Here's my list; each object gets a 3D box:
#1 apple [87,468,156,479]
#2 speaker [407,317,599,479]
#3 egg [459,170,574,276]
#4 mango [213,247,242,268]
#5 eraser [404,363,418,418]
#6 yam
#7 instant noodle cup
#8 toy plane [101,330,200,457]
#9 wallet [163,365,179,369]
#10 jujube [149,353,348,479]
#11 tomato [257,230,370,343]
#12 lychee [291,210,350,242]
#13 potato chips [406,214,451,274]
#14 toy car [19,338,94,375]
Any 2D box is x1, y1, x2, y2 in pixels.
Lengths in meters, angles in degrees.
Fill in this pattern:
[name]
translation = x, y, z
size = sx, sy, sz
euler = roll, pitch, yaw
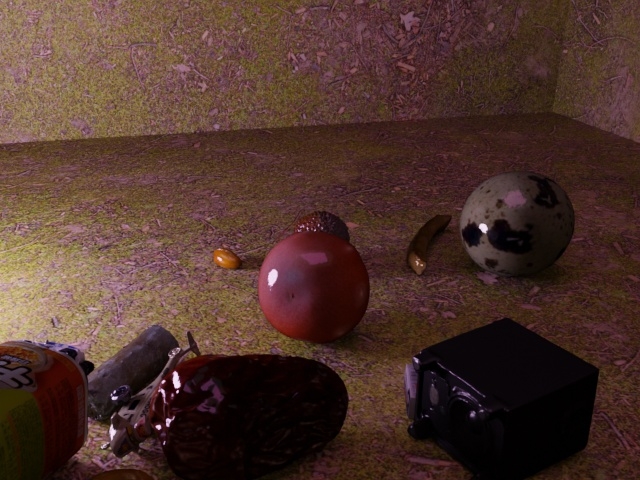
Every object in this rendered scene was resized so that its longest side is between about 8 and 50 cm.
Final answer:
[apple]
translation = -0.278, 0.401, 1.068
size = 0.163, 0.146, 0.147
euler = -12, 22, -25
[speaker]
translation = 0.319, 0.289, 1.339
size = 0.254, 0.184, 0.232
euler = -15, 28, -29
[egg]
translation = 0.536, -0.046, 2.034
size = 0.288, 0.287, 0.379
euler = 17, 13, 32
[mango]
translation = -0.251, 0.050, 2.036
size = 0.089, 0.046, 0.060
euler = 18, 26, 23
[eraser]
translation = 0.182, 0.296, 1.476
size = 0.029, 0.052, 0.122
euler = 4, 22, 1
[yam]
translation = -0.379, 0.257, 1.471
size = 0.093, 0.093, 0.259
euler = 11, 25, 20
[instant noodle cup]
translation = -0.535, 0.302, 1.160
size = 0.294, 0.293, 0.308
euler = 10, 17, 19
[toy plane]
translation = -0.303, 0.280, 1.368
size = 0.108, 0.092, 0.286
euler = -14, 27, 22
[wallet]
translation = -0.221, 0.310, 1.437
size = 0.122, 0.031, 0.232
euler = -4, 26, -23
[jujube]
translation = -0.117, 0.290, 1.283
size = 0.342, 0.216, 0.216
euler = -2, 22, -28
[tomato]
translation = -0.016, 0.104, 1.673
size = 0.256, 0.255, 0.224
euler = 12, 9, 22
[lychee]
translation = 0.000, 0.000, 2.026
size = 0.165, 0.165, 0.197
euler = -2, 23, -9
[potato chips]
translation = 0.310, -0.001, 2.194
size = 0.080, 0.057, 0.407
euler = 22, 26, 12
[toy car]
translation = -0.534, 0.244, 1.499
size = 0.171, 0.080, 0.070
euler = 8, 23, 14
